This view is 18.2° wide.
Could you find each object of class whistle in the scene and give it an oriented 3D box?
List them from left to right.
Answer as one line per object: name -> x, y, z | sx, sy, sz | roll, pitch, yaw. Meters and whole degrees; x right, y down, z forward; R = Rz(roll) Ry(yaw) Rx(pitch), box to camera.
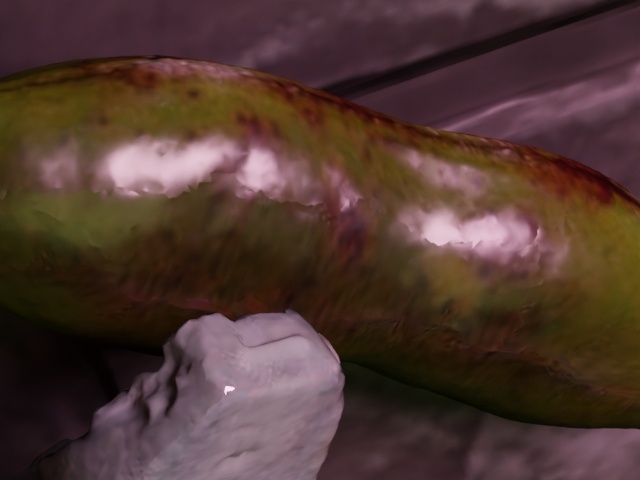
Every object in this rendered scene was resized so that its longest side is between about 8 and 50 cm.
whistle -> -0.061, 0.088, 0.500 | 0.123, 0.123, 0.223 | 10, 132, -24

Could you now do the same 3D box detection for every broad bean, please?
broad bean -> 0.000, 0.000, 0.493 | 0.339, 0.061, 0.077 | 13, 132, -26
